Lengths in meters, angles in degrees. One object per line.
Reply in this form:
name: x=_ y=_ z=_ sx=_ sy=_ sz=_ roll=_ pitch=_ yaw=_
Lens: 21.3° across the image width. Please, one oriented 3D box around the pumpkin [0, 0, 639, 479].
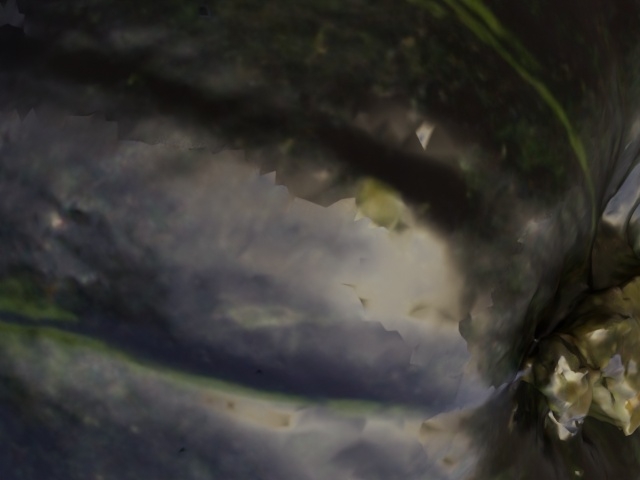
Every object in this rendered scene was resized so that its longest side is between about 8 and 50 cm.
pumpkin: x=0.000 y=0.000 z=0.556 sx=0.241 sy=0.323 sz=0.323 roll=14 pitch=175 yaw=25
